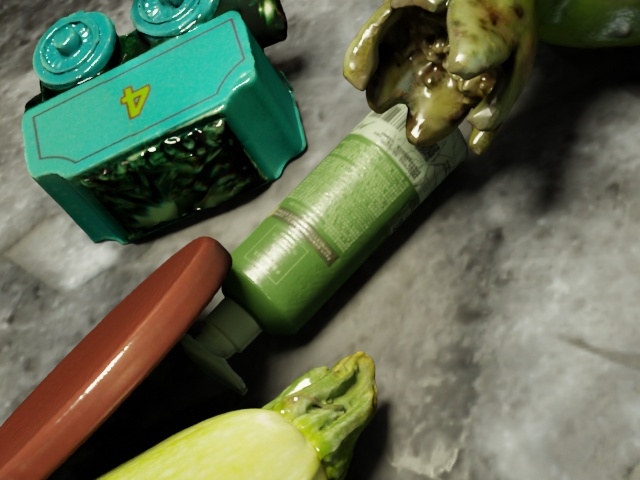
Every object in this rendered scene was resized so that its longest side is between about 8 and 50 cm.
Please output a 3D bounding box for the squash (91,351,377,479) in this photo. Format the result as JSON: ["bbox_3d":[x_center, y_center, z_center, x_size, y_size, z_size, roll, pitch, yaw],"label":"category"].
[{"bbox_3d":[-0.077,0.153,0.623,0.287,0.137,0.137,-36,44,-6],"label":"squash"}]

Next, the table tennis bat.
[{"bbox_3d":[-0.164,0.108,0.710,0.310,0.038,0.200,-44,8,10],"label":"table tennis bat"}]

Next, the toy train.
[{"bbox_3d":[-0.106,-0.091,0.866,0.197,0.107,0.154,-23,53,10],"label":"toy train"}]

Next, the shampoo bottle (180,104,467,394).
[{"bbox_3d":[0.000,0.000,0.756,0.204,0.065,0.065,-46,46,-14],"label":"shampoo bottle"}]

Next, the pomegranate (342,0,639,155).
[{"bbox_3d":[0.144,-0.184,0.737,0.242,0.242,0.306,4,78,31],"label":"pomegranate"}]
